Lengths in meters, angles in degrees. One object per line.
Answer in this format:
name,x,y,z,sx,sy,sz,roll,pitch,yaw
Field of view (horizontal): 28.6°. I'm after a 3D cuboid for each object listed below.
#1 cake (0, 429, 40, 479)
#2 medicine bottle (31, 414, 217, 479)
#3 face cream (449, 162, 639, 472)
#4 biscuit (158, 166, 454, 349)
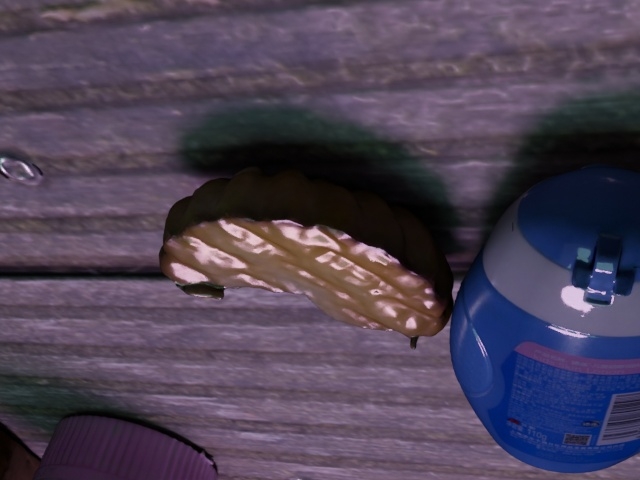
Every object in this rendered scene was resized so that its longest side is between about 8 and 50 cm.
cake,-0.409,0.280,1.274,0.196,0.199,0.293,0,147,22
medicine bottle,-0.214,0.324,1.148,0.178,0.291,0.178,12,149,8
face cream,0.150,0.048,0.723,0.149,0.083,0.264,7,148,7
biscuit,0.000,0.000,0.744,0.183,0.061,0.118,17,148,-4
